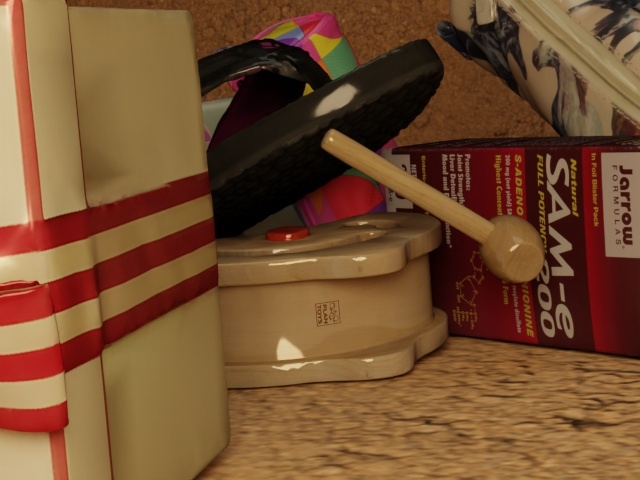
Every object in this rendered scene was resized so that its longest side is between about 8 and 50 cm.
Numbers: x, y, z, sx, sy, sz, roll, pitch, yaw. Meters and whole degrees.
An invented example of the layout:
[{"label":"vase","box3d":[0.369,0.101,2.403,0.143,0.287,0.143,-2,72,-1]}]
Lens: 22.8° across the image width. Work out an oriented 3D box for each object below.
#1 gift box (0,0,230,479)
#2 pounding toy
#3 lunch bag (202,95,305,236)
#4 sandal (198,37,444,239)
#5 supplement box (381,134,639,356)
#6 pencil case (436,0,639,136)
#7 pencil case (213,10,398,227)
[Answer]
[{"label":"gift box","box3d":[-0.193,0.000,0.666,0.255,0.276,0.258,-8,7,13]},{"label":"pounding toy","box3d":[0.000,0.000,0.998,0.269,0.155,0.154,-5,10,3]},{"label":"lunch bag","box3d":[-0.093,-0.047,1.511,0.223,0.160,0.262,-9,-7,-9]},{"label":"sandal","box3d":[-0.089,-0.053,1.118,0.167,0.107,0.446,-23,-4,-40]},{"label":"supplement box","box3d":[0.144,-0.001,1.029,0.073,0.130,0.239,-9,7,-37]},{"label":"pencil case","box3d":[0.237,-0.114,1.157,0.183,0.160,0.410,8,28,-30]},{"label":"pencil case","box3d":[0.008,-0.062,1.225,0.104,0.236,0.104,-25,22,11]}]
